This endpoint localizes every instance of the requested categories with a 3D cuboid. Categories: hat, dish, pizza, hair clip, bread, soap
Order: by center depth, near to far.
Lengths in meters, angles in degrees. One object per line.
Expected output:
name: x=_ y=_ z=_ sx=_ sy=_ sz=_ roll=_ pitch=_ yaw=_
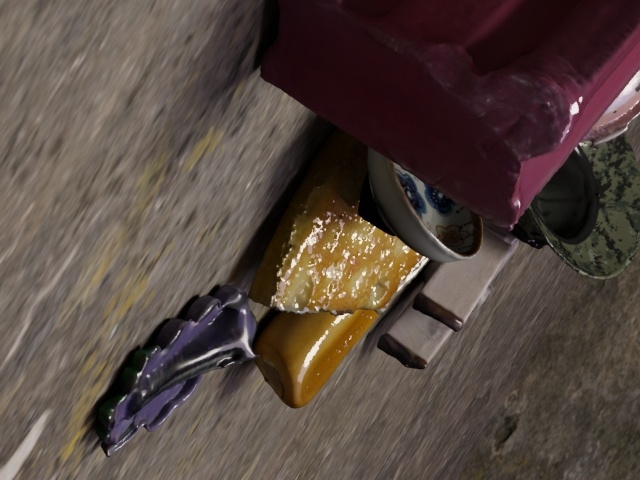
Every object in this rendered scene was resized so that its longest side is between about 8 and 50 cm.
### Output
soap: x=0.147 y=-0.198 z=1.278 sx=0.359 sy=0.233 sz=0.128 roll=-47 pitch=163 yaw=-37
hair clip: x=-0.115 y=0.112 z=1.406 sx=0.195 sy=0.052 sz=0.124 roll=-34 pitch=147 yaw=-47
dish: x=0.068 y=-0.033 z=1.465 sx=0.078 sy=0.141 sz=0.141 roll=-29 pitch=180 yaw=27
pizza: x=0.006 y=0.001 z=1.532 sx=0.204 sy=0.081 sz=0.188 roll=-51 pitch=141 yaw=-21
bread: x=0.017 y=0.056 z=1.672 sx=0.239 sy=0.074 sz=0.092 roll=-50 pitch=158 yaw=-30
hair clip: x=0.180 y=0.039 z=2.156 sx=0.331 sy=0.085 sz=0.101 roll=-50 pitch=166 yaw=-53
hat: x=0.289 y=-0.060 z=2.169 sx=0.128 sy=0.265 sz=0.265 roll=-28 pitch=-168 yaw=46

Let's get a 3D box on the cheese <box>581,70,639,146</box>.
cheese: x=0.164 y=-0.156 z=1.419 sx=0.286 sy=0.189 sz=0.074 roll=-17 pitch=169 yaw=-8
